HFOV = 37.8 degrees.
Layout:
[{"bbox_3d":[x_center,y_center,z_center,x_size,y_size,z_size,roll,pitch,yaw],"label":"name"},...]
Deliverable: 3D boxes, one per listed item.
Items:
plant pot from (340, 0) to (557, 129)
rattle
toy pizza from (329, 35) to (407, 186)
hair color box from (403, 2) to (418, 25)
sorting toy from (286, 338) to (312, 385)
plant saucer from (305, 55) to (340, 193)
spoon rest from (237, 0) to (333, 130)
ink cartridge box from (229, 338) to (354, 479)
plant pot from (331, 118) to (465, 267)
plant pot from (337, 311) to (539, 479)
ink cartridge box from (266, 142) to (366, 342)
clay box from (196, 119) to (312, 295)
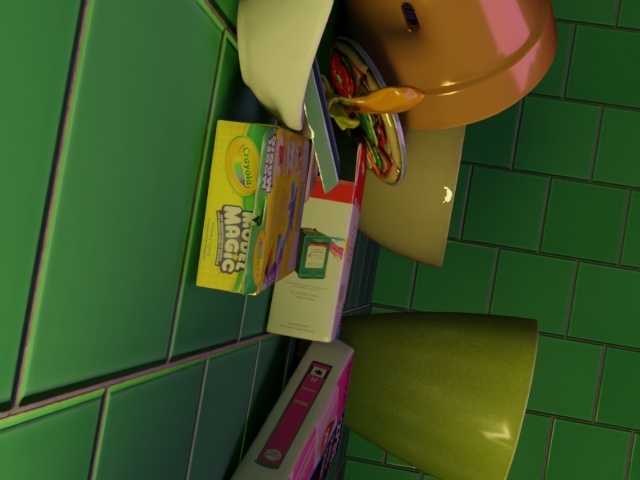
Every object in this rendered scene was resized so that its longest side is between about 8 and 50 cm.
[{"bbox_3d":[0.147,-0.316,1.206,0.203,0.290,0.291,63,33,-49],"label":"plant pot"},{"bbox_3d":[0.021,-0.073,0.980,0.130,0.142,0.200,121,-19,-53],"label":"rattle"},{"bbox_3d":[0.050,-0.159,1.180,0.201,0.032,0.201,157,-90,-79],"label":"toy pizza"},{"bbox_3d":[0.124,-0.432,1.441,0.347,0.105,0.174,93,10,-47],"label":"hair color box"},{"bbox_3d":[-0.019,0.172,1.390,0.307,0.041,0.229,69,35,-76],"label":"sorting toy"},{"bbox_3d":[-0.008,-0.142,0.851,0.067,0.018,0.192,-84,161,-65],"label":"plant saucer"},{"bbox_3d":[-0.024,-0.169,0.651,0.276,0.084,0.137,64,26,-76],"label":"spoon rest"},{"bbox_3d":[-0.025,0.249,1.143,0.371,0.069,0.176,-59,160,-59],"label":"ink cartridge box"},{"bbox_3d":[0.108,-0.115,1.374,0.284,0.190,0.284,10,90,-84],"label":"plant pot"},{"bbox_3d":[0.147,0.214,1.398,0.275,0.293,0.275,14,90,-82],"label":"plant pot"},{"bbox_3d":[0.000,0.000,1.116,0.134,0.078,0.231,33,66,-84],"label":"ink cartridge box"},{"bbox_3d":[-0.052,-0.029,0.763,0.222,0.053,0.128,-19,117,-82],"label":"clay box"}]
